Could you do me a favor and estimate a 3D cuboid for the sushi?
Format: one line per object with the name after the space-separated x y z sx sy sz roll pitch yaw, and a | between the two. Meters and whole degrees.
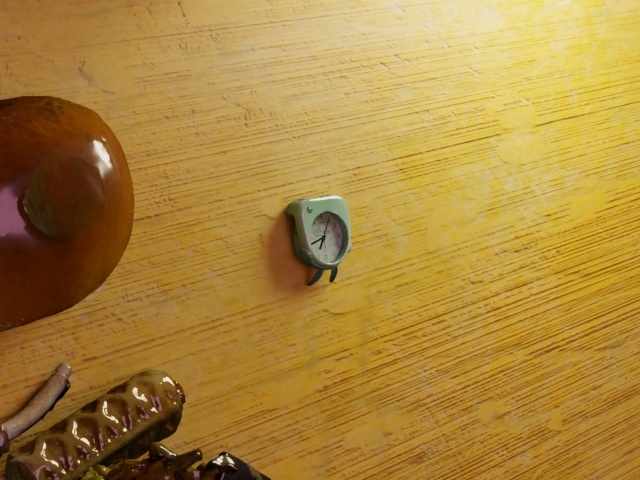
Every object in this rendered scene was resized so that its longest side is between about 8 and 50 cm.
-0.188 0.332 1.620 0.296 0.167 0.179 19 86 -24 | sushi

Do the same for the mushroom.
-0.377 0.214 1.630 0.187 0.061 0.060 -40 126 -49 | mushroom

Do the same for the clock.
0.000 0.000 1.990 0.101 0.041 0.135 -8 92 -43 | clock

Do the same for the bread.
-0.280 0.254 1.680 0.269 0.087 0.098 -32 92 -40 | bread

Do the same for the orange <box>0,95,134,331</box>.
-0.355 -0.030 1.600 0.335 0.196 0.262 -29 119 -47 | orange

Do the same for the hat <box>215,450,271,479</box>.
-0.141 0.504 1.760 0.382 0.257 0.366 -27 67 -7 | hat
